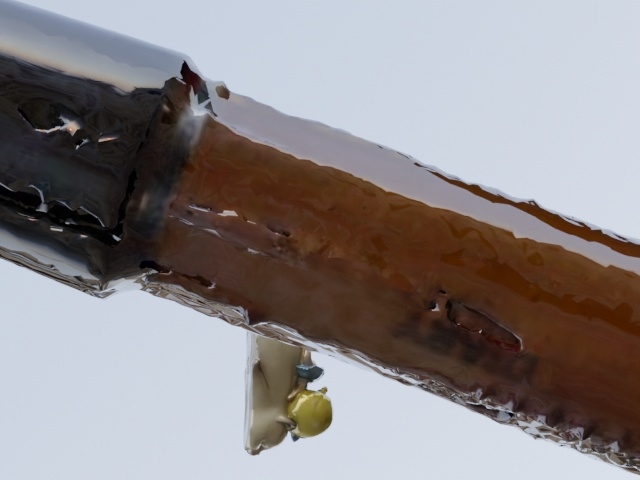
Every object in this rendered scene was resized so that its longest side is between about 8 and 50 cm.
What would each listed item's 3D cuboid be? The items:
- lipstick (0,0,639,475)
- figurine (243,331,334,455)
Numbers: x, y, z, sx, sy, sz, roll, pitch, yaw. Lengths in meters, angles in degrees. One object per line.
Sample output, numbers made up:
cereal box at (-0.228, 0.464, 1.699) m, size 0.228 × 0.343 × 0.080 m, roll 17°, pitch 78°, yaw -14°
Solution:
lipstick at (0.000, 0.000, 0.502) m, size 0.077 × 0.418 × 0.077 m, roll 20°, pitch -90°, yaw -89°
figurine at (-0.016, 0.074, 0.927) m, size 0.051 × 0.047 × 0.083 m, roll 2°, pitch -95°, yaw -2°
